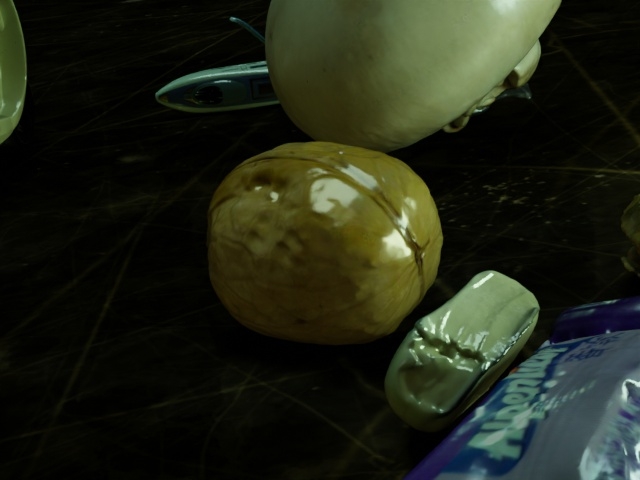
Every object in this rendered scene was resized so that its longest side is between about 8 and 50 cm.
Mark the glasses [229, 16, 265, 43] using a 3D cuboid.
[{"bbox_3d":[0.002,-0.287,1.580,0.220,0.190,0.088,16,13,-31],"label":"glasses"}]

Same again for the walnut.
[{"bbox_3d":[0.000,0.000,0.926,0.180,0.144,0.144,0,19,37],"label":"walnut"}]

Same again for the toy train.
[{"bbox_3d":[-0.076,-0.188,1.676,0.251,0.055,0.048,-10,27,-6],"label":"toy train"}]

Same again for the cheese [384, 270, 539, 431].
[{"bbox_3d":[0.092,0.056,0.795,0.047,0.092,0.171,42,34,13],"label":"cheese"}]

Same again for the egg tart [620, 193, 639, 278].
[{"bbox_3d":[0.346,-0.031,0.909,0.297,0.132,0.297,-3,14,1],"label":"egg tart"}]

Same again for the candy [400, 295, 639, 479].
[{"bbox_3d":[0.136,0.094,0.691,0.145,0.070,0.275,-2,22,37],"label":"candy"}]

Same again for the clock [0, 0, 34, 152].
[{"bbox_3d":[-0.394,-0.183,1.452,0.120,0.277,0.379,-5,22,4],"label":"clock"}]

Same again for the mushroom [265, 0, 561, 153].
[{"bbox_3d":[0.121,-0.227,1.390,0.362,0.294,0.362,-39,21,18],"label":"mushroom"}]
